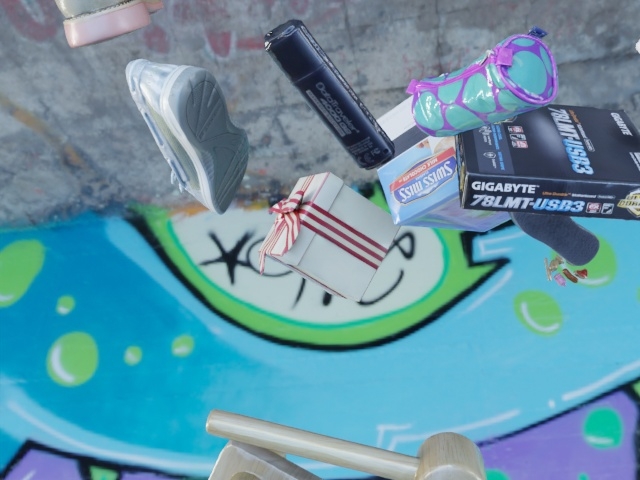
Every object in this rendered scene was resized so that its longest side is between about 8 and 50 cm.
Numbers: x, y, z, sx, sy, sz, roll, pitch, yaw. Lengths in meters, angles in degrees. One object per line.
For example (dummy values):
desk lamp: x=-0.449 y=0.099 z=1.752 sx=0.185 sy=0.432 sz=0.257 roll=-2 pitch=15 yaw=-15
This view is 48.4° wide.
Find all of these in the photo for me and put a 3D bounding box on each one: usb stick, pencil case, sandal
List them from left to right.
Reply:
usb stick: x=0.018 y=-0.220 z=1.105 sx=0.077 sy=0.045 sz=0.278 roll=-22 pitch=125 yaw=32
pencil case: x=0.142 y=-0.136 z=0.640 sx=0.070 sy=0.065 sz=0.151 roll=31 pitch=165 yaw=-18
sandal: x=0.431 y=-0.037 z=1.353 sx=0.097 sy=0.054 sz=0.254 roll=-46 pitch=118 yaw=7

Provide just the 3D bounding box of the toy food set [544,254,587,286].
toy food set: x=0.576 y=0.071 z=1.666 sx=0.122 sy=0.078 sz=0.019 roll=3 pitch=160 yaw=-18

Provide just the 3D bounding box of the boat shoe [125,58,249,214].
boat shoe: x=-0.185 y=-0.146 z=1.040 sx=0.103 sy=0.118 sz=0.320 roll=22 pitch=162 yaw=17

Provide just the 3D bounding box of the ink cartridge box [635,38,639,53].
ink cartridge box: x=0.640 y=-0.284 z=1.121 sx=0.100 sy=0.237 sz=0.172 roll=29 pitch=123 yaw=-33

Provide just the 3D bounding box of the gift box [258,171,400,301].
gift box: x=0.000 y=0.000 z=1.695 sx=0.258 sy=0.276 sz=0.255 roll=33 pitch=166 yaw=-16

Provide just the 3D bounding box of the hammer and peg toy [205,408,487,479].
hammer and peg toy: x=-0.005 y=0.292 z=0.656 sx=0.265 sy=0.127 sz=0.362 roll=25 pitch=106 yaw=8

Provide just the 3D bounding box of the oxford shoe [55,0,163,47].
oxford shoe: x=-0.317 y=-0.387 z=1.041 sx=0.140 sy=0.397 sz=0.147 roll=-20 pitch=116 yaw=-7

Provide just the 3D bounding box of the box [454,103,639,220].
box: x=0.367 y=-0.137 z=1.138 sx=0.293 sy=0.296 sz=0.073 roll=4 pitch=123 yaw=6

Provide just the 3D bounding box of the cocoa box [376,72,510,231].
cocoa box: x=0.308 y=-0.166 z=1.488 sx=0.347 sy=0.228 sz=0.231 roll=2 pitch=156 yaw=-46
